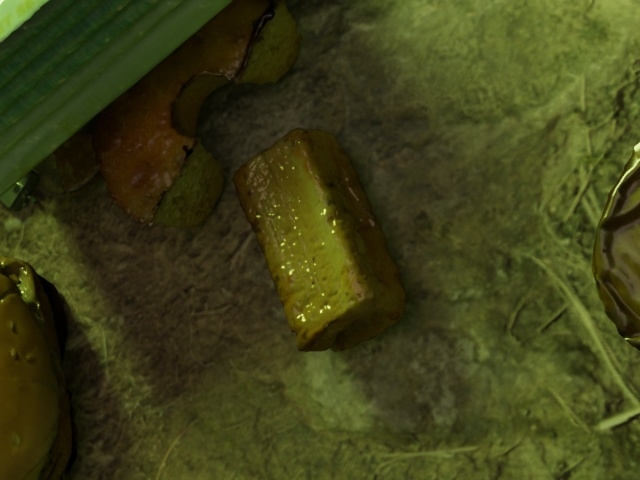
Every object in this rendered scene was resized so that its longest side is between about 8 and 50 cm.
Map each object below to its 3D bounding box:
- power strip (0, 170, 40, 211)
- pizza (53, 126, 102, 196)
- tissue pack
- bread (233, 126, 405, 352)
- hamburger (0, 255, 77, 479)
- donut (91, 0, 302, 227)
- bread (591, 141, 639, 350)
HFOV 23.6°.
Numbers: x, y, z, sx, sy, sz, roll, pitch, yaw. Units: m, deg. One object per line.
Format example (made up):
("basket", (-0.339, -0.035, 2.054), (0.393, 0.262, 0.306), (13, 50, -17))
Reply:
("power strip", (-0.352, -0.078, 1.671), (0.136, 0.019, 0.051), (39, 95, 29))
("pizza", (-0.252, -0.092, 1.619), (0.083, 0.025, 0.078), (-45, 67, 3))
("tissue pack", (-0.272, -0.252, 1.514), (0.388, 0.162, 0.287), (-37, 45, 15))
("bread", (0.000, 0.000, 1.434), (0.114, 0.083, 0.211), (-31, 66, 24))
("hamburger", (-0.394, 0.158, 1.557), (0.284, 0.174, 0.304), (-16, 78, 11))
("donut", (-0.137, -0.148, 1.530), (0.152, 0.101, 0.259), (33, 95, 30))
("bread", (0.355, 0.015, 1.217), (0.253, 0.142, 0.227), (20, 86, 27))
